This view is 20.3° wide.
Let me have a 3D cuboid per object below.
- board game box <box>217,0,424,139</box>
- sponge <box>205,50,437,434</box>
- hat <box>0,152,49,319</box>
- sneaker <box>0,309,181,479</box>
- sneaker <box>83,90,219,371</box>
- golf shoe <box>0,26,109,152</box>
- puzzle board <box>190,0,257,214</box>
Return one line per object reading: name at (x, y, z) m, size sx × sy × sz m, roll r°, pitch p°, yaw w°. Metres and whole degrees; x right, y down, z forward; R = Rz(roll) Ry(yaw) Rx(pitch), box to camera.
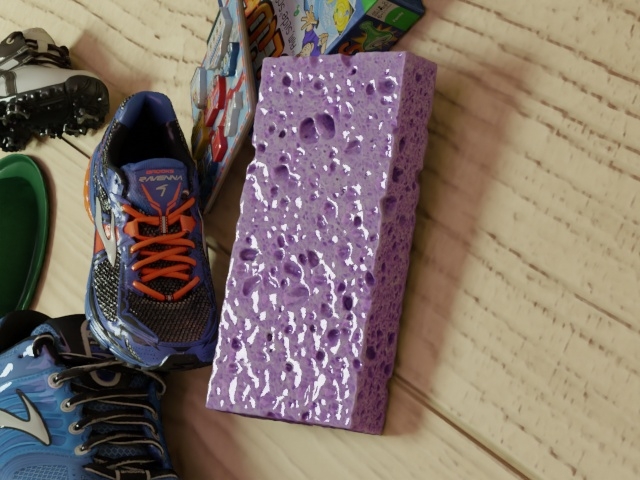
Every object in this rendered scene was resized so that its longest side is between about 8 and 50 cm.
board game box at (-0.010, -0.173, 1.126) m, size 0.136 × 0.035 × 0.201 m, roll -45°, pitch 42°, yaw 32°
sponge at (0.000, 0.000, 1.004) m, size 0.117 × 0.031 × 0.210 m, roll 4°, pitch 83°, yaw 45°
hat at (-0.330, 0.008, 1.350) m, size 0.173 × 0.183 × 0.209 m, roll -3°, pitch 72°, yaw 53°
sneaker at (-0.153, 0.121, 1.102) m, size 0.330 × 0.129 × 0.147 m, roll 26°, pitch 98°, yaw 56°
sneaker at (-0.109, -0.008, 1.121) m, size 0.087 × 0.083 × 0.221 m, roll 105°, pitch 154°, yaw -44°
golf shoe at (-0.220, -0.125, 1.358) m, size 0.198 × 0.077 × 0.094 m, roll -4°, pitch 71°, yaw 52°
puzzle board at (-0.065, -0.089, 1.136) m, size 0.128 × 0.011 × 0.096 m, roll 121°, pitch 145°, yaw -56°
